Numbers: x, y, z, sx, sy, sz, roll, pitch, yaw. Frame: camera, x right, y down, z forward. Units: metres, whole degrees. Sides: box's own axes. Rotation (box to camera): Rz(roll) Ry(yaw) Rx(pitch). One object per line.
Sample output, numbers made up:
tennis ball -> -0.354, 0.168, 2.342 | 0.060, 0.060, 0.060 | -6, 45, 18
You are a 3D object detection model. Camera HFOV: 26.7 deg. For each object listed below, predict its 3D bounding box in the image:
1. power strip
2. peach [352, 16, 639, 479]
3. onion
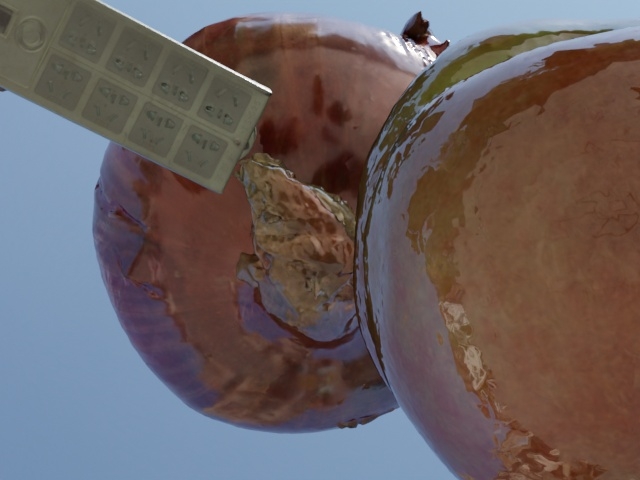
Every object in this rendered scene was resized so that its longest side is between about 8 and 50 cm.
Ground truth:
power strip -> -0.085, -0.066, 0.528 | 0.136, 0.019, 0.051 | 27, -85, -18
peach -> 0.129, 0.016, 0.607 | 0.252, 0.252, 0.252 | 1, -94, -13
onion -> -0.002, -0.022, 1.059 | 0.353, 0.353, 0.354 | 1, -94, -13
